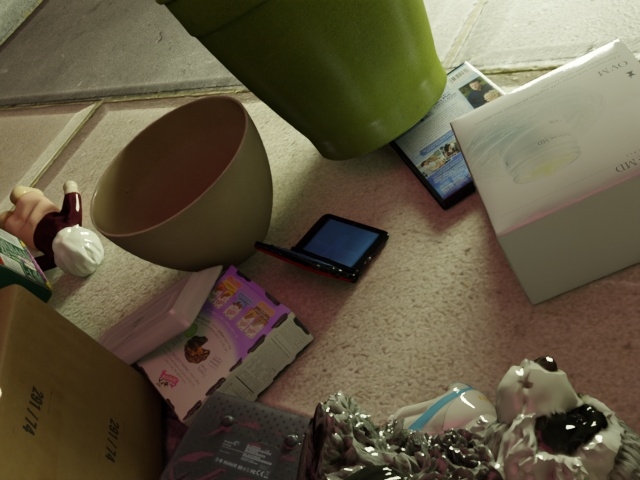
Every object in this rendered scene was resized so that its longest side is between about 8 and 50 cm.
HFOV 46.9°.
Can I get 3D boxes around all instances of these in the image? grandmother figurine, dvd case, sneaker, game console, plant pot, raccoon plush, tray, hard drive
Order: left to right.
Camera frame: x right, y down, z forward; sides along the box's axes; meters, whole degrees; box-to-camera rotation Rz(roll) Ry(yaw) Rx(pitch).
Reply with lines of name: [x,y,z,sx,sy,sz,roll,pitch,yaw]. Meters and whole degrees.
grandmother figurine: [-0.527,-0.019,1.459,0.342,0.104,0.207,27,98,45]
tray: [-0.261,0.128,1.081,0.270,0.030,0.145,-33,21,29]
plant pot: [-0.185,-0.058,1.157,0.284,0.191,0.284,-21,41,19]
hard drive: [-0.101,0.300,0.810,0.172,0.054,0.254,11,52,20]
game console: [0.000,0.000,1.049,0.144,0.124,0.085,19,91,46]
plant pot: [0.006,-0.324,1.116,0.367,0.353,0.366,-29,27,16]
sneaker: [0.085,0.235,0.761,0.229,0.087,0.092,-31,31,-2]
dvd case: [0.203,-0.164,1.102,0.180,0.022,0.253,-35,39,5]
raccoon plush: [0.118,0.312,0.630,0.299,0.446,0.216,10,15,-6]

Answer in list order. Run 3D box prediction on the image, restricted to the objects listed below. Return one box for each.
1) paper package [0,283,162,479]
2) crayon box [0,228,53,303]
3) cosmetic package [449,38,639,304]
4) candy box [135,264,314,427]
paper package: [-0.336,0.263,0.862,0.168,0.309,0.324,-27,42,13]
crayon box: [-0.610,0.148,1.253,0.313,0.106,0.363,-58,32,-5]
cosmetic package: [0.298,-0.082,0.860,0.224,0.138,0.224,-26,42,15]
candy box: [-0.134,0.150,1.009,0.196,0.070,0.165,-45,39,-10]
